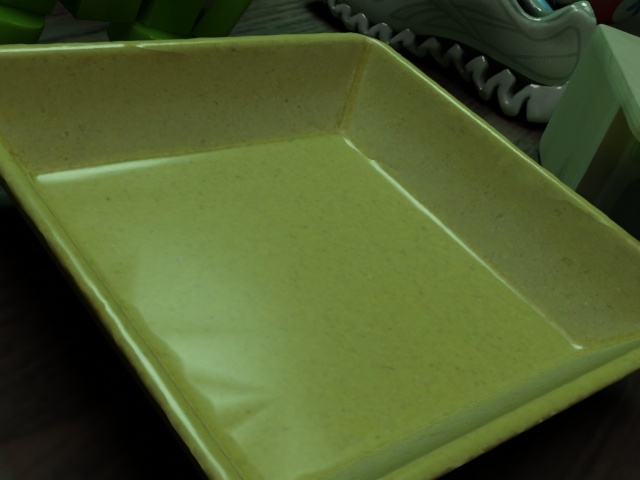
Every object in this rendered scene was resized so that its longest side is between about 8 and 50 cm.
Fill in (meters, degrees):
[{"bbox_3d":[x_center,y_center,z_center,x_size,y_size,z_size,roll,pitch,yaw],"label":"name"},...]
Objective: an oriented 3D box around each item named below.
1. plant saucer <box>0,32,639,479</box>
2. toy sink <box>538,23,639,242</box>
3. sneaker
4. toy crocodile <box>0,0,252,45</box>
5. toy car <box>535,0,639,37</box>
[{"bbox_3d":[0.000,0.000,0.485,0.333,0.081,0.333,-13,48,-39],"label":"plant saucer"},{"bbox_3d":[0.260,-0.047,0.638,0.153,0.131,0.234,19,30,-2],"label":"toy sink"},{"bbox_3d":[0.126,-0.227,0.826,0.292,0.118,0.110,30,37,15],"label":"sneaker"},{"bbox_3d":[-0.162,-0.193,0.589,0.105,0.115,0.340,44,27,26],"label":"toy crocodile"},{"bbox_3d":[0.355,-0.284,0.994,0.238,0.219,0.210,37,27,-28],"label":"toy car"}]
